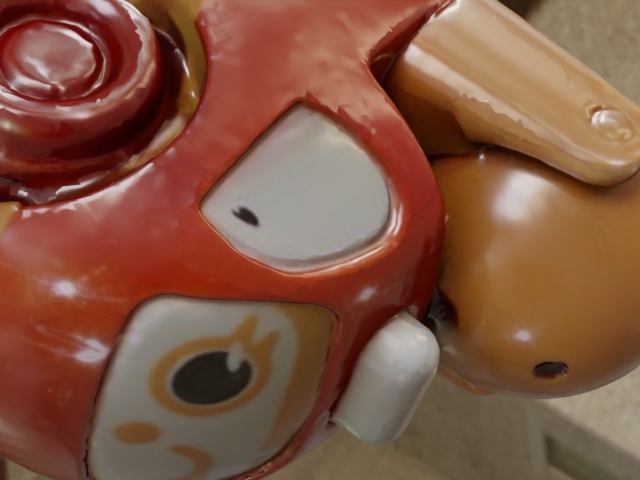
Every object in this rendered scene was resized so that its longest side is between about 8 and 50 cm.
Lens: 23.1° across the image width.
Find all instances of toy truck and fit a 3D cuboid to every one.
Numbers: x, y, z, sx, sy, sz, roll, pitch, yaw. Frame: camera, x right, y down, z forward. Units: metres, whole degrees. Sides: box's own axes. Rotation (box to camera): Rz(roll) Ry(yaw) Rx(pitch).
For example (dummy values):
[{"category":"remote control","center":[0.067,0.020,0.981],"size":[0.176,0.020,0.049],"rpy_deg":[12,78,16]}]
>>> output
[{"category":"toy truck","center":[0.000,0.000,0.566],"size":[0.265,0.239,0.189],"rpy_deg":[-44,-16,-36]}]
